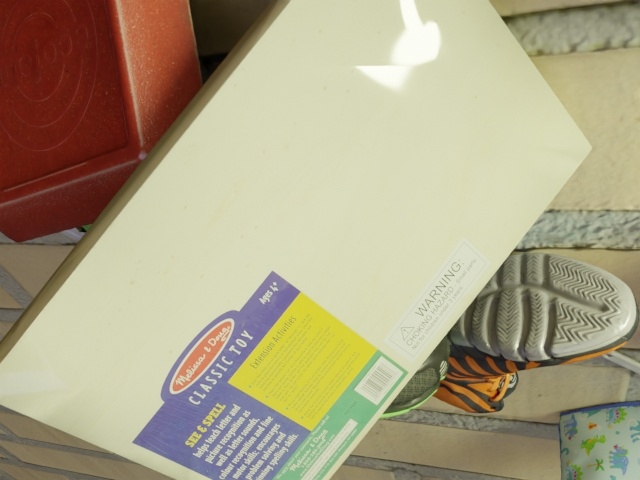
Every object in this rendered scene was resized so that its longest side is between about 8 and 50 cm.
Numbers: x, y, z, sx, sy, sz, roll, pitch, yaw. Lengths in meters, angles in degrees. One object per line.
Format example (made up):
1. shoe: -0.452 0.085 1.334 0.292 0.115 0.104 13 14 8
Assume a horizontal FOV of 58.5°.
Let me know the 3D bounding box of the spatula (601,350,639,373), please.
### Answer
1. spatula: 0.478 0.154 0.673 0.242 0.019 0.168 26 145 -7

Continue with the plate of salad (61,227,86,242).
1. plate of salad: -0.310 -0.047 0.724 0.199 0.048 0.200 11 140 9

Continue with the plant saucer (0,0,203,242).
1. plant saucer: -0.213 -0.141 0.457 0.258 0.047 0.259 -10 90 30

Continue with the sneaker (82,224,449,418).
1. sneaker: -0.057 -0.008 0.533 0.483 0.185 0.202 39 130 -8

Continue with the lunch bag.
1. lunch bag: 0.403 0.294 0.769 0.151 0.129 0.096 -9 132 28

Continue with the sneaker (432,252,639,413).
1. sneaker: 0.219 0.119 0.669 0.321 0.125 0.180 -12 136 46

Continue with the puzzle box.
1. puzzle box: 0.000 0.000 0.425 0.272 0.409 0.052 40 179 -30
